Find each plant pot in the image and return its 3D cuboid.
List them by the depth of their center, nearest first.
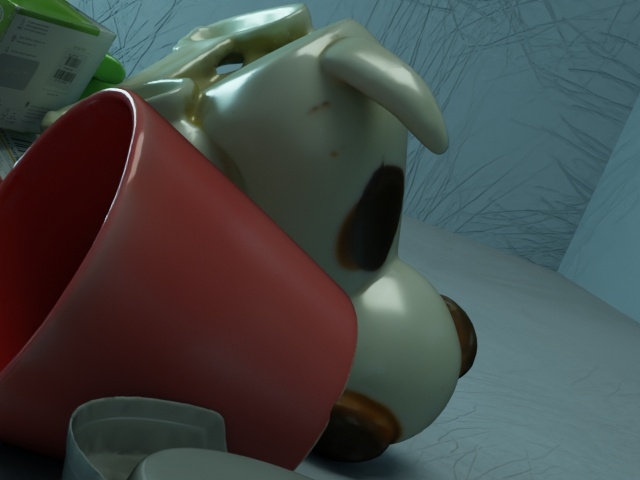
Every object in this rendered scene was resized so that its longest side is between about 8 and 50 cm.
[{"bbox_3d":[-0.123,0.062,1.388,0.243,0.275,0.275,33,3,-25],"label":"plant pot"}]

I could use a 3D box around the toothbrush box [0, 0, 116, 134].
[{"bbox_3d":[-0.360,-0.222,1.698,0.283,0.122,0.206,34,9,16],"label":"toothbrush box"}]

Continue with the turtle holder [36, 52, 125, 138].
[{"bbox_3d":[-0.358,-0.133,1.923,0.320,0.243,0.227,3,0,-9],"label":"turtle holder"}]

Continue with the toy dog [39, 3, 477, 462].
[{"bbox_3d":[0.000,0.000,1.747,0.395,0.408,0.284,-9,21,32],"label":"toy dog"}]

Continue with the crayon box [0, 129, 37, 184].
[{"bbox_3d":[-0.329,-0.023,1.610,0.203,0.083,0.323,59,19,18],"label":"crayon box"}]

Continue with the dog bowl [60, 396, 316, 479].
[{"bbox_3d":[-0.013,0.220,1.165,0.348,0.102,0.349,24,8,-4],"label":"dog bowl"}]
